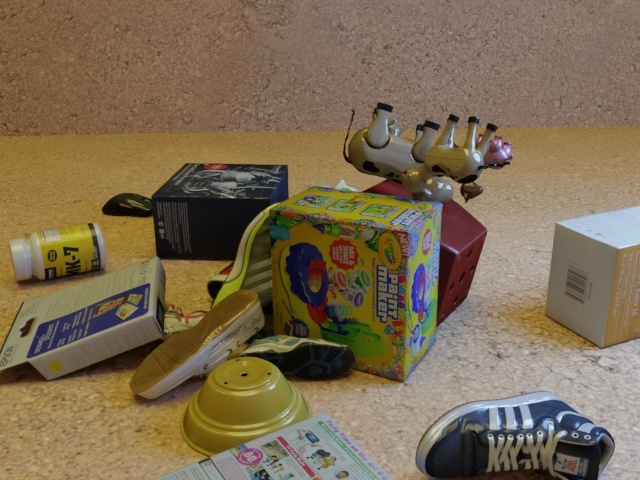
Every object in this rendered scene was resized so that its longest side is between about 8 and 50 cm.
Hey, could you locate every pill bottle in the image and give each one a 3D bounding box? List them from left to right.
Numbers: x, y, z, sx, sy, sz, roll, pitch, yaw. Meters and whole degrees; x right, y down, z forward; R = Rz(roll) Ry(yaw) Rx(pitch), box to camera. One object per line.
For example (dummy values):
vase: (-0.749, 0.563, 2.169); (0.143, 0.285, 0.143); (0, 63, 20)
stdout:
pill bottle: (-0.641, 0.030, 1.670); (0.208, 0.119, 0.119); (-12, 23, -25)

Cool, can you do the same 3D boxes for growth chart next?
growth chart: (0.138, -0.096, 1.796); (0.237, 0.021, 0.172); (23, 17, -6)

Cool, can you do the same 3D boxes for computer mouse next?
computer mouse: (-0.549, -0.128, 2.168); (0.261, 0.060, 0.184); (6, 23, 17)

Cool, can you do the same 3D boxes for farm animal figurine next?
farm animal figurine: (0.194, -0.147, 1.333); (0.326, 0.172, 0.330); (20, 0, 13)

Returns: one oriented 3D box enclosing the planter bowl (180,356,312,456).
planter bowl: (-0.122, 0.251, 1.109); (0.217, 0.091, 0.217); (-1, 21, 0)

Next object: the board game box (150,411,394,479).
board game box: (-0.063, 0.349, 0.839); (0.303, 0.098, 0.224); (-14, 25, -28)

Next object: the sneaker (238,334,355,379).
sneaker: (-0.042, 0.203, 1.246); (0.211, 0.080, 0.081); (1, 22, 3)

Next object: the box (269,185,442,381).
box: (0.068, 0.070, 1.297); (0.279, 0.290, 0.177); (9, 23, 27)

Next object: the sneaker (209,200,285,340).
sneaker: (-0.112, 0.065, 1.382); (0.121, 0.300, 0.111); (24, 3, 14)

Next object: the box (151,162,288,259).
box: (-0.260, -0.089, 1.889); (0.312, 0.179, 0.343); (2, 21, 4)

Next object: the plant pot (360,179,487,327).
plant pot: (0.201, 0.036, 1.469); (0.235, 0.268, 0.267); (25, 30, 25)

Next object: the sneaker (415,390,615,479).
sneaker: (0.284, 0.296, 0.962); (0.282, 0.099, 0.153); (-8, 20, -26)

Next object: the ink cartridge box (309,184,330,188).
ink cartridge box: (0.000, 0.000, 1.646); (0.069, 0.176, 0.371); (0, 21, 1)

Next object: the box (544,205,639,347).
box: (0.663, 0.059, 1.416); (0.345, 0.215, 0.168); (-10, 23, -23)

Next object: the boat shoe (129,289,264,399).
boat shoe: (-0.208, 0.205, 1.232); (0.277, 0.096, 0.098); (-36, 33, -23)

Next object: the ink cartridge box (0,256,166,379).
ink cartridge box: (-0.464, 0.158, 1.368); (0.307, 0.072, 0.304); (-21, 23, -3)

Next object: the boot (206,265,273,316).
boot: (-0.109, 0.084, 1.530); (0.244, 0.089, 0.176); (9, 30, 31)

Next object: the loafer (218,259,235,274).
loafer: (-0.188, 0.054, 1.672); (0.062, 0.061, 0.170); (13, 25, 30)

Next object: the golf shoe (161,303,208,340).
golf shoe: (-0.271, 0.179, 1.348); (0.186, 0.068, 0.086); (3, 29, 36)
